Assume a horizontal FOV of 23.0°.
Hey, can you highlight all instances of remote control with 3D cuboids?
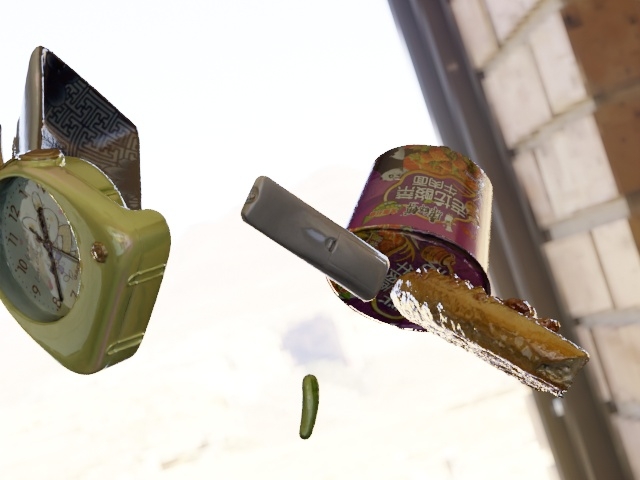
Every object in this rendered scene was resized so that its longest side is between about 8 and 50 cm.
[{"bbox_3d":[0.000,0.000,1.492,0.184,0.050,0.027,33,-17,-36],"label":"remote control"}]

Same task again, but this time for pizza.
[{"bbox_3d":[0.227,0.116,1.984,0.226,0.086,0.336,35,-8,-39],"label":"pizza"}]

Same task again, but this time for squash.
[{"bbox_3d":[-0.015,0.220,2.073,0.027,0.089,0.027,3,-14,1],"label":"squash"}]

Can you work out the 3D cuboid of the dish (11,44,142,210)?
[{"bbox_3d":[-0.273,-0.065,1.690,0.080,0.243,0.182,-25,-41,20],"label":"dish"}]

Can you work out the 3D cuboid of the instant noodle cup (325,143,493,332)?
[{"bbox_3d":[0.146,-0.012,2.339,0.251,0.251,0.190,-19,41,38],"label":"instant noodle cup"}]

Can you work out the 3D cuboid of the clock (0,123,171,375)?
[{"bbox_3d":[-0.238,-0.005,1.390,0.069,0.232,0.170,-21,-38,-45],"label":"clock"}]
